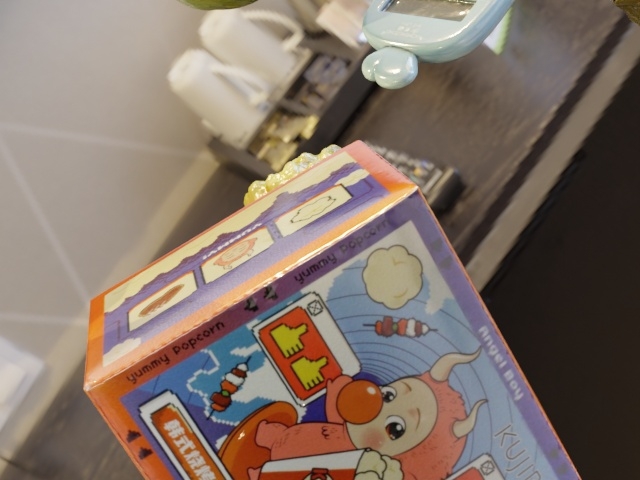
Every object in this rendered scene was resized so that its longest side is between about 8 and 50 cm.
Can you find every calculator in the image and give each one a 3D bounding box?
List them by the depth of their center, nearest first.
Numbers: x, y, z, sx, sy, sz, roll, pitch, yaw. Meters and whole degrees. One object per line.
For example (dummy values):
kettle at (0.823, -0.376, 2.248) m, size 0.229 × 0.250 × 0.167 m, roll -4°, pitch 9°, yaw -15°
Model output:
calculator at (0.152, -0.295, 1.377) m, size 0.188 × 0.042 × 0.302 m, roll 21°, pitch 71°, yaw 44°

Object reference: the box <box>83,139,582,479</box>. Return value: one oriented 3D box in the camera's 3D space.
box at (0.011, 0.147, 1.055) m, size 0.319 × 0.348 × 0.257 m, roll -30°, pitch 17°, yaw -3°

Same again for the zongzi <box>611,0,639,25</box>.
zongzi at (0.206, -0.325, 0.817) m, size 0.160 × 0.360 × 0.323 m, roll 136°, pitch 152°, yaw -61°

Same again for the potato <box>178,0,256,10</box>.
potato at (-0.146, -0.407, 1.511) m, size 0.216 × 0.216 × 0.304 m, roll -51°, pitch 20°, yaw 4°

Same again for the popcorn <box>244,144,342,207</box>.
popcorn at (0.000, 0.000, 1.307) m, size 0.169 × 0.189 × 0.218 m, roll -29°, pitch 2°, yaw -16°
